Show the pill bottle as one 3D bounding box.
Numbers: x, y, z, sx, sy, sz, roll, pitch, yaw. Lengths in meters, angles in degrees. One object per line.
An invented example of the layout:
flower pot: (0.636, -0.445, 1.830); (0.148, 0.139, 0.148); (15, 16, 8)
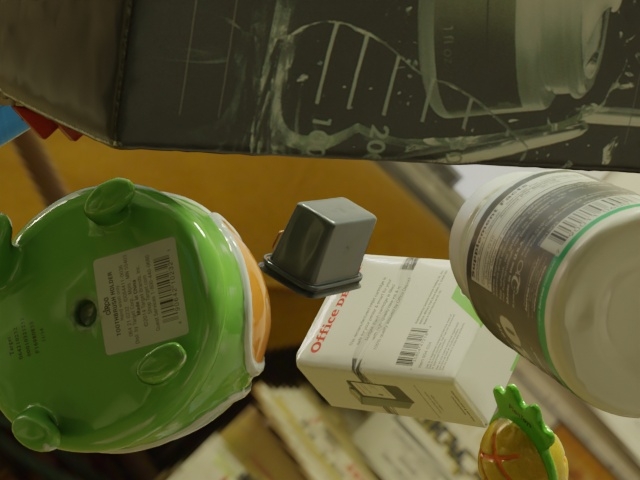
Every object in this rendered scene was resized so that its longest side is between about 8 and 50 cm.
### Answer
pill bottle: (0.266, 0.037, 1.600); (0.204, 0.204, 0.361); (42, -1, -16)

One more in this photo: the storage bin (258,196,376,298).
storage bin: (0.000, 0.000, 1.803); (0.098, 0.091, 0.135); (31, 19, 25)

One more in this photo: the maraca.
maraca: (0.235, 0.248, 1.816); (0.127, 0.099, 0.185); (38, -35, 42)

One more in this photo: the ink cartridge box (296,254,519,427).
ink cartridge box: (0.131, 0.132, 2.144); (0.273, 0.198, 0.115); (3, -36, 40)

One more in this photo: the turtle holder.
turtle holder: (-0.188, 0.097, 1.432); (0.243, 0.320, 0.227); (50, 16, 24)

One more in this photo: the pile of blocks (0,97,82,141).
pile of blocks: (-0.195, -0.146, 1.435); (0.362, 0.112, 0.149); (5, 7, 12)

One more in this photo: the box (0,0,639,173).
box: (0.031, -0.313, 1.147); (0.472, 0.480, 0.297); (0, 15, -33)

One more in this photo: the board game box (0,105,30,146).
board game box: (-0.483, -0.157, 1.961); (0.302, 0.308, 0.086); (5, -55, 52)
